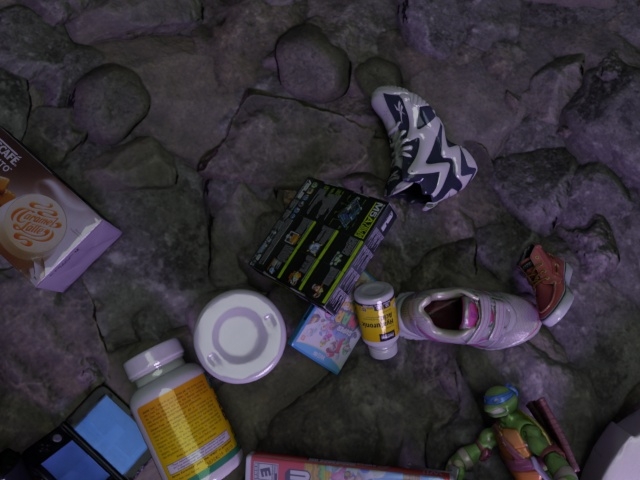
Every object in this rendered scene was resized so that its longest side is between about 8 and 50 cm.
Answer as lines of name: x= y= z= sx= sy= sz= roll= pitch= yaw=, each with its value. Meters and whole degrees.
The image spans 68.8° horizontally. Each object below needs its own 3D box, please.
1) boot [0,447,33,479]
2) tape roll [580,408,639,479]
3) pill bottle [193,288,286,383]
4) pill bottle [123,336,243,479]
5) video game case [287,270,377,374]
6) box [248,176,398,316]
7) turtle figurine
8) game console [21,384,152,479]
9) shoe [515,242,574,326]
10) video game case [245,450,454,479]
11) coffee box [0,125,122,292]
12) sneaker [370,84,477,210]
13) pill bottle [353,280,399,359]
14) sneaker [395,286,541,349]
boot: x=-0.375 y=0.381 z=0.605 sx=0.246 sy=0.094 sz=0.207 roll=-7 pitch=107 yaw=25
tape roll: x=0.600 y=0.436 z=0.697 sx=0.391 sy=0.072 sz=0.393 roll=-1 pitch=86 yaw=10
pill bottle: x=-0.108 y=0.138 z=0.682 sx=0.119 sy=0.208 sz=0.119 roll=1 pitch=79 yaw=-4
pill bottle: x=-0.210 y=0.258 z=0.698 sx=0.117 sy=0.117 sz=0.209 roll=-28 pitch=82 yaw=-9
video game case: x=0.033 y=0.122 z=0.761 sx=0.119 sy=0.015 sz=0.166 roll=41 pitch=76 yaw=-35
box: x=0.000 y=0.000 z=0.752 sx=0.184 sy=0.045 sz=0.191 roll=24 pitch=75 yaw=37
turtle figurine: x=0.282 y=0.373 z=0.678 sx=0.197 sy=0.274 sz=0.266 roll=-32 pitch=86 yaw=25
game console: x=-0.336 y=0.312 z=0.697 sx=0.144 sy=0.124 sz=0.085 roll=40 pitch=105 yaw=4
shoe: x=0.365 y=0.067 z=0.774 sx=0.081 sy=0.064 sz=0.178 roll=38 pitch=37 yaw=8
video game case: x=0.032 y=0.405 z=0.626 sx=0.284 sy=0.025 sz=0.204 roll=0 pitch=84 yaw=12
coffee box: x=-0.468 y=-0.052 z=0.748 sx=0.246 sy=0.098 sz=0.141 roll=42 pitch=79 yaw=4
sneaker: x=0.144 y=-0.150 z=0.816 sx=0.153 sy=0.094 sz=0.235 roll=-44 pitch=95 yaw=-19
pill bottle: x=0.094 y=0.130 z=0.756 sx=0.065 sy=0.065 sz=0.117 roll=-15 pitch=111 yaw=-7
sneaker: x=0.246 y=0.129 z=0.761 sx=0.252 sy=0.111 sz=0.103 roll=0 pitch=79 yaw=-5
